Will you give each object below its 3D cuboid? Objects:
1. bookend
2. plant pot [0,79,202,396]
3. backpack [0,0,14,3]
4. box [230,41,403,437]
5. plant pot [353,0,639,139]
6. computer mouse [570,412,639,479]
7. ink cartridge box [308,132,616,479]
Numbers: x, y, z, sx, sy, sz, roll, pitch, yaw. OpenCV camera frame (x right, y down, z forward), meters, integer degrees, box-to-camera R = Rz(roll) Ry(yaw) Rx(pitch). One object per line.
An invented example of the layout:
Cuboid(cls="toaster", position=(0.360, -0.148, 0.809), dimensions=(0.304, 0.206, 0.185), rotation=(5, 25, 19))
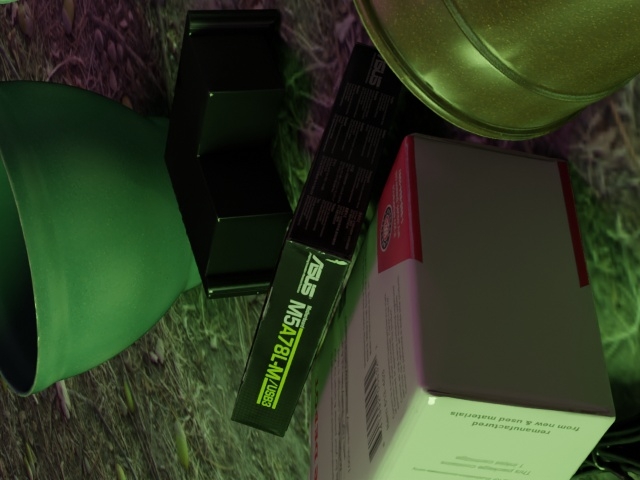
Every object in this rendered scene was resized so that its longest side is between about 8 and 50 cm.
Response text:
Cuboid(cls="bookend", position=(-0.061, -0.067, 0.905), dimensions=(0.157, 0.072, 0.156), rotation=(107, 151, -45))
Cuboid(cls="plant pot", position=(-0.223, -0.019, 1.129), dimensions=(0.293, 0.196, 0.293), rotation=(34, 131, 52))
Cuboid(cls="backpack", position=(-0.258, -0.314, 1.026), dimensions=(0.253, 0.225, 0.191), rotation=(32, 137, 58))
Cuboid(cls="box", position=(0.000, 0.000, 0.764), dimensions=(0.184, 0.045, 0.191), rotation=(112, 177, -45))
Cuboid(cls="plant pot", position=(0.122, -0.138, 0.476), dimensions=(0.165, 0.167, 0.167), rotation=(-14, 90, 54))
Cuboid(cls="computer mouse", position=(0.164, 0.220, 0.653), dimensions=(0.184, 0.060, 0.262), rotation=(-8, 95, 62))
Cuboid(cls="ink cartridge box", position=(0.064, 0.087, 0.674), dimensions=(0.237, 0.100, 0.172), rotation=(109, 166, -47))
